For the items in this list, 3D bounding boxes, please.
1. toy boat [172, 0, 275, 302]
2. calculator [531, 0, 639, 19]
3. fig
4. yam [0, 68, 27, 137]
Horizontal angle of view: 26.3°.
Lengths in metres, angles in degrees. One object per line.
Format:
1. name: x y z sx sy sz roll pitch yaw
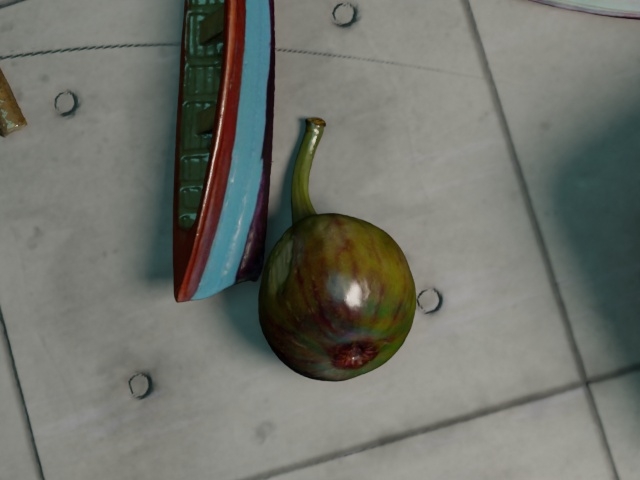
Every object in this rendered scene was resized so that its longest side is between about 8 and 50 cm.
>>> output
1. toy boat: -0.088 -0.139 1.227 0.079 0.136 0.392 3 83 -23
2. calculator: 0.268 -0.292 1.226 0.294 0.043 0.194 11 87 13
3. fig: 0.000 0.000 1.202 0.149 0.149 0.245 -19 57 6
4. yam: -0.321 -0.164 1.299 0.032 0.032 0.145 -31 82 4
